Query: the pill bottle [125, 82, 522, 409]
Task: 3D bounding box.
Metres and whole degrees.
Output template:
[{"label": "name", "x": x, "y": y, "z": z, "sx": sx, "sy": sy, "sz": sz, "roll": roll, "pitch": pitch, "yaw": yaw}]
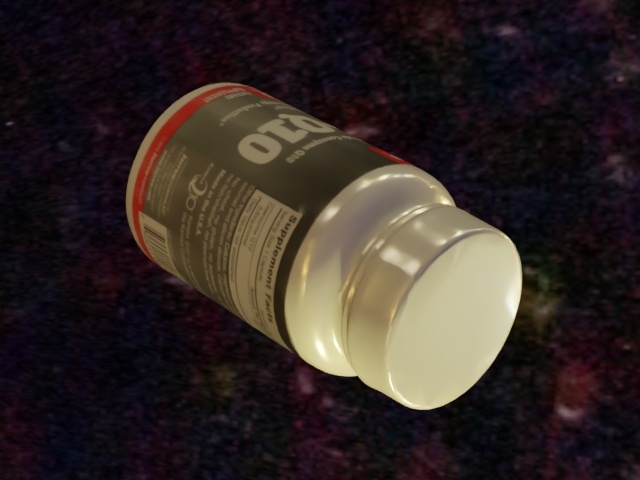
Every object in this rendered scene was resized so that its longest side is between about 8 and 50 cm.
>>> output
[{"label": "pill bottle", "x": 0.000, "y": 0.000, "z": 1.069, "sx": 0.161, "sy": 0.283, "sz": 0.161, "roll": -25, "pitch": 129, "yaw": -35}]
